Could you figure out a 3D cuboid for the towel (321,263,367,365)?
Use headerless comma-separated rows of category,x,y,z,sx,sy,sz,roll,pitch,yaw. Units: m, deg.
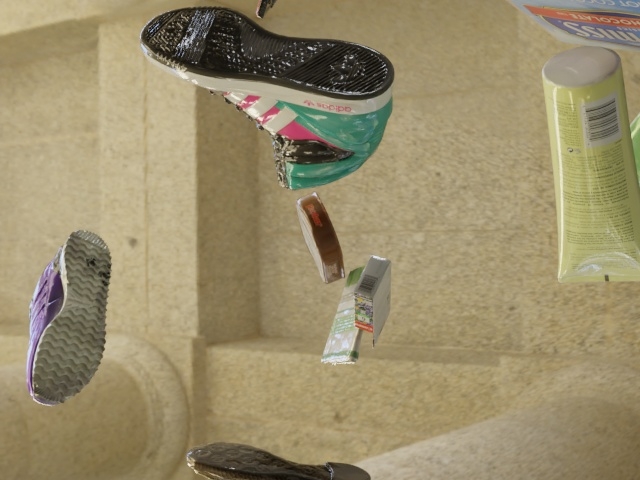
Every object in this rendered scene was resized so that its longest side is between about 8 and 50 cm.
towel,0.050,0.107,1.287,0.113,0.023,0.152,-23,-134,67

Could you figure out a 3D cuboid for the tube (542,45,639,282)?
tube,0.236,-0.050,0.769,0.062,0.240,0.070,-33,-142,-15

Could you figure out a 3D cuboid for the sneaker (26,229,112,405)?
sneaker,-0.414,0.137,1.418,0.146,0.102,0.293,-32,-139,40

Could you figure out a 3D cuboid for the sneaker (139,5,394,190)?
sneaker,-0.055,-0.150,0.998,0.295,0.178,0.124,19,-124,19

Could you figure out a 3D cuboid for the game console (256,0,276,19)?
game console,-0.005,-0.336,1.090,0.085,0.144,0.124,28,-34,-1

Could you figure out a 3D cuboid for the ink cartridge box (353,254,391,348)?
ink cartridge box,0.066,0.079,1.123,0.029,0.115,0.063,17,-126,16

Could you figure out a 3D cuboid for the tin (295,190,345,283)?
tin,0.000,0.000,1.312,0.040,0.190,0.106,-26,-112,-7

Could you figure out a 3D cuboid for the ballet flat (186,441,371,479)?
ballet flat,-0.056,0.318,1.183,0.249,0.084,0.058,11,-76,-7

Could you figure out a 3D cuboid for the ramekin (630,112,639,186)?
ramekin,0.471,-0.101,0.939,0.303,0.303,0.148,-45,-117,23

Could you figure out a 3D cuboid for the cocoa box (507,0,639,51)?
cocoa box,0.278,-0.261,0.592,0.347,0.228,0.232,23,-88,47
